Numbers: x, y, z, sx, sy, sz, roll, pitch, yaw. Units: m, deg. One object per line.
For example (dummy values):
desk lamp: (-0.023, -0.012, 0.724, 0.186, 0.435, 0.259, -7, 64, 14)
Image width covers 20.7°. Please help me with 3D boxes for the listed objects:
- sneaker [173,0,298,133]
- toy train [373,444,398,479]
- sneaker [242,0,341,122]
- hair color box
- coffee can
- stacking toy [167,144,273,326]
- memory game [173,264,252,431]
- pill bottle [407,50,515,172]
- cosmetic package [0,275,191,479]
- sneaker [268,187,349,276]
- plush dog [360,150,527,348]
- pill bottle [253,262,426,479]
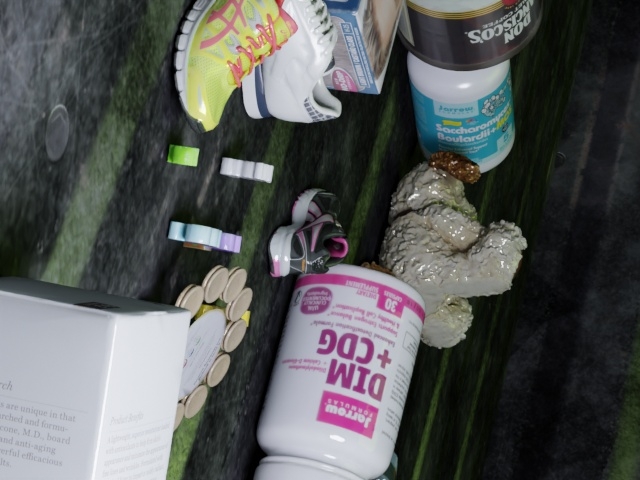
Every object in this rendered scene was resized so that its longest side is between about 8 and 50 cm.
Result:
sneaker: (-0.071, -0.191, 1.614, 0.081, 0.094, 0.208, 72, 32, -63)
toy train: (0.043, 0.356, 2.231, 0.334, 0.142, 0.190, -13, 107, -85)
sneaker: (-0.028, -0.225, 1.758, 0.090, 0.094, 0.235, -62, 154, -47)
hair color box: (0.047, -0.356, 1.941, 0.174, 0.105, 0.347, 66, 36, -63)
coffee can: (0.175, -0.375, 2.222, 0.275, 0.201, 0.202, 71, 31, -59)
stacking toy: (-0.106, -0.001, 1.677, 0.221, 0.052, 0.167, 11, 88, -75)
memory game: (-0.121, 0.105, 1.648, 0.186, 0.012, 0.186, -48, 155, -32)
pill bottle: (0.201, -0.222, 2.514, 0.264, 0.146, 0.146, 75, 28, -55)
cosmetic package: (-0.195, 0.125, 1.221, 0.151, 0.151, 0.184, 6, 94, -76)
sneaker: (0.000, 0.000, 2.021, 0.178, 0.077, 0.072, -59, 154, -57)
plush dog: (0.150, -0.005, 2.470, 0.262, 0.210, 0.225, 124, -25, -50)
pill bottle: (0.017, 0.183, 2.025, 0.160, 0.160, 0.283, 66, 36, -64)
